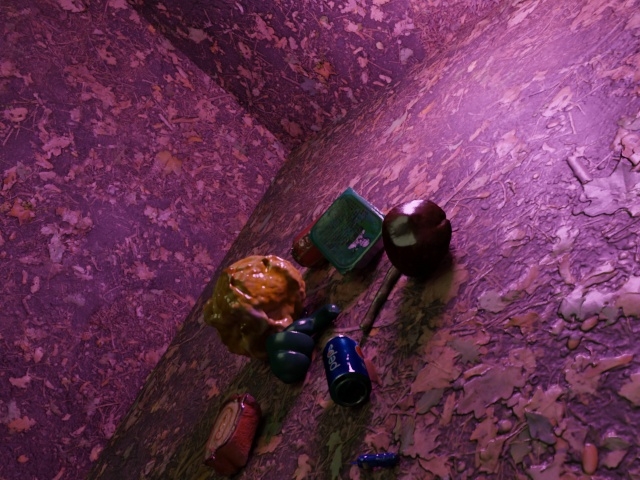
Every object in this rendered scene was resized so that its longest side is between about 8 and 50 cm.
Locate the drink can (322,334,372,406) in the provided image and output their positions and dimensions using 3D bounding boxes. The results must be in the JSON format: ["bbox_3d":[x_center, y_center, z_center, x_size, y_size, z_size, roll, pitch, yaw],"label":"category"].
[{"bbox_3d":[0.069,0.359,1.382,0.118,0.118,0.205,-45,22,11],"label":"drink can"}]

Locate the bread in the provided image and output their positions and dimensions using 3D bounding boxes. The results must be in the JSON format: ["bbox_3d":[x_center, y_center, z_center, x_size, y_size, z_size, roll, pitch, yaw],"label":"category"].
[{"bbox_3d":[-0.291,0.642,1.616,0.190,0.123,0.244,-31,27,44],"label":"bread"}]

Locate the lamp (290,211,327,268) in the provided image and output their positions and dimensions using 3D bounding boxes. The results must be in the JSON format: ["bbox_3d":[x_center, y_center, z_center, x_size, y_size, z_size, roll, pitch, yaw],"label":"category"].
[{"bbox_3d":[0.000,0.000,2.089,0.274,0.177,0.177,-39,23,21],"label":"lamp"}]

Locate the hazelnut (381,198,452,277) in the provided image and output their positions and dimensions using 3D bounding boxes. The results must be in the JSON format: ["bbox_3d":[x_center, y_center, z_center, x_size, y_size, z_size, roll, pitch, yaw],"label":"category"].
[{"bbox_3d":[0.275,-0.010,1.483,0.218,0.218,0.233,-22,34,51],"label":"hazelnut"}]

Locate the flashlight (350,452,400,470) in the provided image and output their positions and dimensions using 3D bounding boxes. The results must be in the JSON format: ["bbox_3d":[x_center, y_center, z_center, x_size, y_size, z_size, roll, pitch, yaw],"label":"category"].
[{"bbox_3d":[0.128,0.505,1.128,0.121,0.057,0.035,-24,67,36],"label":"flashlight"}]

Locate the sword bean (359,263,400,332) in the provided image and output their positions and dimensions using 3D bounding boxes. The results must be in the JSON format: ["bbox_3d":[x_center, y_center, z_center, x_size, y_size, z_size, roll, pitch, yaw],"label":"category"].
[{"bbox_3d":[0.193,0.174,1.570,0.269,0.038,0.043,-58,-3,-21],"label":"sword bean"}]

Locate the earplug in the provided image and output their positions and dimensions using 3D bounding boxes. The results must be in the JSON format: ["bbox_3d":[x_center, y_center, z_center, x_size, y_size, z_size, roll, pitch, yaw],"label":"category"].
[{"bbox_3d":[-0.059,0.349,1.669,0.258,0.164,0.280,-2,53,16],"label":"earplug"}]

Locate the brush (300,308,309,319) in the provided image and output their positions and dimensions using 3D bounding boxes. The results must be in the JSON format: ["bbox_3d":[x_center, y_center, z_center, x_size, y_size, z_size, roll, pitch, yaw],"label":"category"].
[{"bbox_3d":[-0.064,0.294,1.909,0.063,0.016,0.193,-56,21,-12],"label":"brush"}]

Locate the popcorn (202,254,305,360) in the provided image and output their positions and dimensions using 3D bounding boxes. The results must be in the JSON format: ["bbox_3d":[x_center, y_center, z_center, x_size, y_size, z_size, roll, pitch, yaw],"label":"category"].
[{"bbox_3d":[-0.242,0.244,1.879,0.354,0.344,0.390,106,-173,-65],"label":"popcorn"}]

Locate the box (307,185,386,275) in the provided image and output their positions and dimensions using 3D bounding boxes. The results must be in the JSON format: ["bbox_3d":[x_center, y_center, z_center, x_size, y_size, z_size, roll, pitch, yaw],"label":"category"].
[{"bbox_3d":[0.123,-0.024,1.862,0.264,0.106,0.336,-49,41,6],"label":"box"}]
